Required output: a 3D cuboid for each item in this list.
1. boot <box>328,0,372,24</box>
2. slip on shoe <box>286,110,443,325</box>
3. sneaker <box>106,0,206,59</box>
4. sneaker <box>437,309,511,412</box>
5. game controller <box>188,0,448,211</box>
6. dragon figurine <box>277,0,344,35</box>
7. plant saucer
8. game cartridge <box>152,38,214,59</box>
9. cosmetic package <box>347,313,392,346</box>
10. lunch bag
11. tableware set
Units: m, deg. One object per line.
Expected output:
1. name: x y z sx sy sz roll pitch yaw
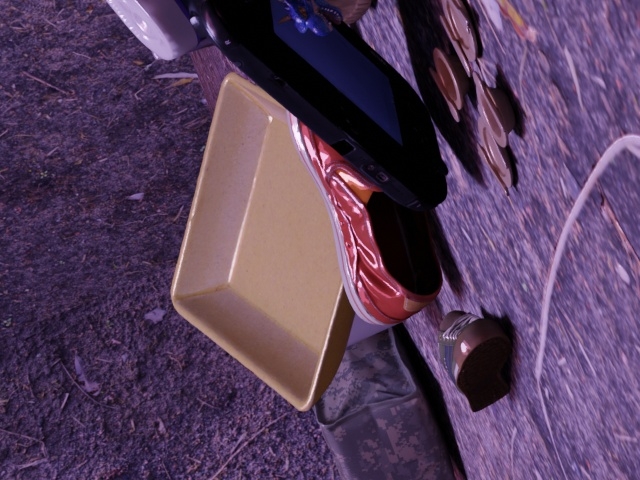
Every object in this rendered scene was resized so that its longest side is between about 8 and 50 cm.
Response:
1. boot: -0.027 -0.308 1.634 0.248 0.090 0.207 154 107 -69
2. slip on shoe: 0.054 -0.072 1.754 0.101 0.123 0.331 -15 92 50
3. sneaker: -0.141 -0.352 1.483 0.323 0.236 0.130 54 165 -17
4. sneaker: 0.148 0.107 1.659 0.086 0.064 0.192 59 174 25
5. game controller: 0.003 -0.154 1.420 0.319 0.067 0.166 39 -143 -36
6. dragon figurine: -0.018 -0.281 1.348 0.085 0.144 0.289 74 171 -45
7. plant saucer: -0.040 -0.005 2.019 0.333 0.081 0.333 33 114 46
8. game cartridge: -0.120 -0.329 1.758 0.355 0.068 0.230 -32 -73 -65
9. cosmetic package: 0.000 0.000 2.223 0.225 0.138 0.224 59 170 33
10. lunch bag: 0.073 0.233 2.356 0.287 0.169 0.235 -107 -4 -54
11. tableware set: 0.122 -0.119 1.297 0.169 0.020 0.141 82 164 -66
